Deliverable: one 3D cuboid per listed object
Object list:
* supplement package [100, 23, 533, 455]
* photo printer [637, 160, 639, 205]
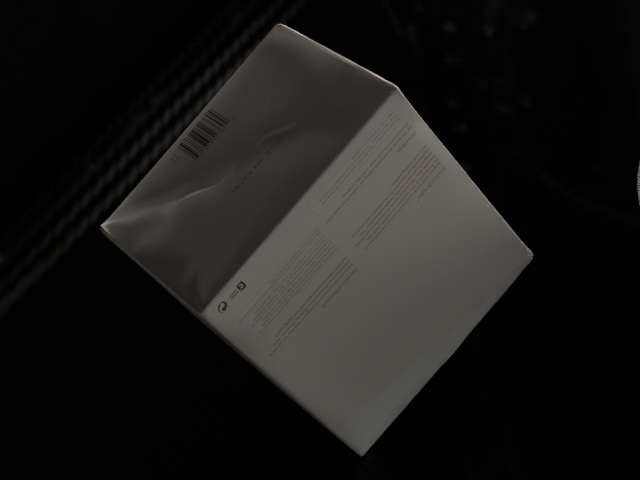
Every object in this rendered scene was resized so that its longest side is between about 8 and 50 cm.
[{"bbox_3d":[0.000,0.000,1.135,0.194,0.149,0.203,-49,-48,-5],"label":"supplement package"},{"bbox_3d":[0.432,-0.054,1.208,0.307,0.256,0.107,1,-101,-32],"label":"photo printer"}]
